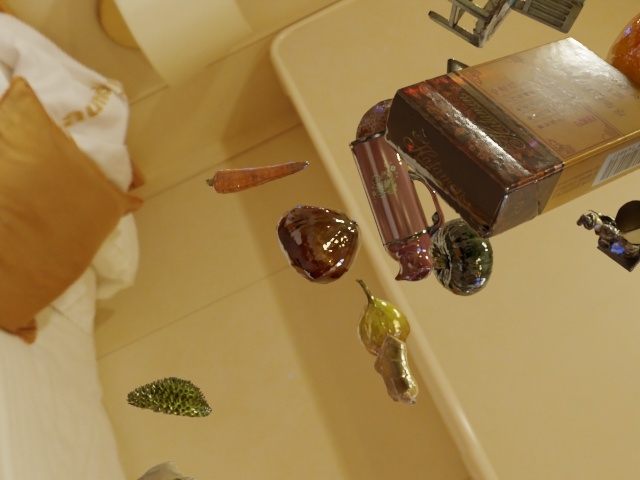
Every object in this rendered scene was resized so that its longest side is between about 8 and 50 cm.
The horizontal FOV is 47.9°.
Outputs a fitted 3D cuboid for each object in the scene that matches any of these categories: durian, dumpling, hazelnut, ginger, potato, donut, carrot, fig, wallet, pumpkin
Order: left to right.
[{"bbox_3d":[-0.422,0.652,1.923,0.136,0.199,0.119,52,30,-74],"label":"dumpling"},{"bbox_3d":[-0.385,0.395,1.838,0.137,0.220,0.096,115,-19,-78],"label":"durian"},{"bbox_3d":[-0.150,-0.154,1.730,0.061,0.256,0.061,-9,90,-85],"label":"carrot"},{"bbox_3d":[0.000,0.000,1.955,0.251,0.217,0.217,36,18,-34],"label":"hazelnut"},{"bbox_3d":[0.158,0.212,2.070,0.159,0.159,0.257,-112,176,-64],"label":"fig"},{"bbox_3d":[0.195,-0.341,2.087,0.126,0.186,0.144,-162,-113,-65],"label":"donut"},{"bbox_3d":[0.193,0.329,1.836,0.069,0.095,0.190,-36,-111,52],"label":"ginger"},{"bbox_3d":[0.366,0.046,1.893,0.211,0.152,0.212,179,-90,-86],"label":"pumpkin"},{"bbox_3d":[0.314,-0.331,1.621,0.018,0.082,0.157,-25,-126,55],"label":"wallet"},{"bbox_3d":[0.689,-0.037,1.548,0.103,0.096,0.067,38,40,-52],"label":"potato"}]

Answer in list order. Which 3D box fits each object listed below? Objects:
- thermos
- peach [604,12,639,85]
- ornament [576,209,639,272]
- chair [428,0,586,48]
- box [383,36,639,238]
[{"bbox_3d":[0.177,-0.075,1.563,0.109,0.136,0.330,168,-97,-77],"label":"thermos"},{"bbox_3d":[0.659,-0.302,1.326,0.289,0.288,0.308,-91,180,-85],"label":"peach"},{"bbox_3d":[0.770,-0.040,1.910,0.196,0.153,0.166,26,15,-25],"label":"ornament"},{"bbox_3d":[0.370,-0.469,1.467,0.270,0.147,0.136,34,-5,8],"label":"chair"},{"bbox_3d":[0.341,-0.183,1.177,0.264,0.415,0.116,50,-31,30],"label":"box"}]
